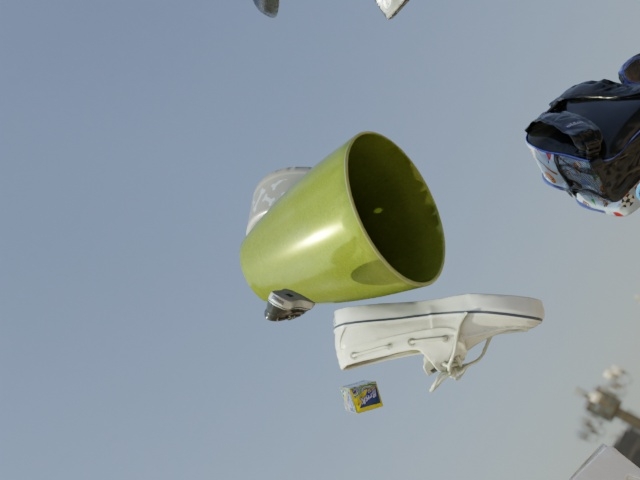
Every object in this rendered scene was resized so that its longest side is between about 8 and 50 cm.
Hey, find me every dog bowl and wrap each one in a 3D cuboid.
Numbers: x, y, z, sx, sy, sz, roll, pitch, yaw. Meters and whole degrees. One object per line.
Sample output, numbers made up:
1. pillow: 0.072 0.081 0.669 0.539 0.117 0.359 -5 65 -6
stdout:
1. dog bowl: 0.000 0.000 2.358 0.348 0.349 0.102 83 -155 -51

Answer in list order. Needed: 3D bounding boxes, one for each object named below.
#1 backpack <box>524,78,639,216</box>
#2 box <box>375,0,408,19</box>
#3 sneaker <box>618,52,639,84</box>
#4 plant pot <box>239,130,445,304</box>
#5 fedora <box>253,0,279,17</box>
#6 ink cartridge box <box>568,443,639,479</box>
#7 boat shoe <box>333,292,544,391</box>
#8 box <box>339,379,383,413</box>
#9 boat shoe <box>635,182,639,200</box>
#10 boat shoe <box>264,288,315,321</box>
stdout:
1. backpack: 0.523 -0.183 2.040 0.276 0.263 0.213 -36 -56 -19
2. box: 0.133 -0.488 2.181 0.018 0.083 0.067 -26 -9 -38
3. sneaker: 0.674 -0.351 2.119 0.221 0.083 0.087 -22 -14 -3
4. plant pot: 0.014 -0.001 1.880 0.294 0.274 0.275 -25 -6 31
5. fedora: -0.044 -0.524 1.746 0.153 0.334 0.334 -7 -47 -9
6. ink cartridge box: 0.398 0.392 1.494 0.086 0.148 0.203 -36 -33 -26
7. boat shoe: 0.201 0.182 1.893 0.136 0.367 0.156 48 -141 -70
8. box: 0.083 0.322 2.289 0.059 0.054 0.169 -15 -4 -8
9. boat shoe: 0.548 -0.121 1.507 0.109 0.089 0.258 -29 -15 -40
10. boat shoe: -0.050 0.101 1.684 0.040 0.049 0.142 -63 -19 6
